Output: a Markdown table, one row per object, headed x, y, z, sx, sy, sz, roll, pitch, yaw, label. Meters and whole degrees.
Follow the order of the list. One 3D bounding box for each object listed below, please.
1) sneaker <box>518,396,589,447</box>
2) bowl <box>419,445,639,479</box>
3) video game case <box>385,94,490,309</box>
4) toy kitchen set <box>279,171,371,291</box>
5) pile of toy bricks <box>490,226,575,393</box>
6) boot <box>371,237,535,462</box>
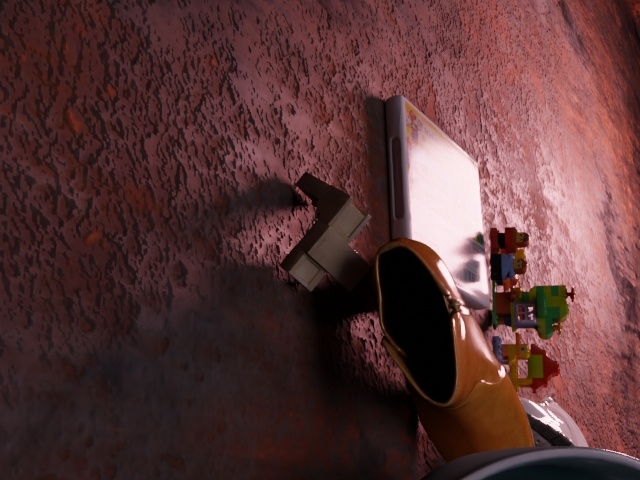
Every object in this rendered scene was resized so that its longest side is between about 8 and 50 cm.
| x | y | z | sx | sy | sz | roll | pitch | yaw | label |
| --- | --- | --- | --- | --- | --- | --- | --- | --- | --- |
| 0.279 | 0.259 | 1.051 | 0.297 | 0.111 | 0.129 | 46 | 26 | -47 | sneaker |
| 0.161 | 0.299 | 0.667 | 0.163 | 0.312 | 0.311 | -168 | -118 | -81 | bowl |
| 0.145 | -0.039 | 0.989 | 0.227 | 0.026 | 0.206 | 27 | 57 | -52 | video game case |
| 0.000 | 0.000 | 0.726 | 0.083 | 0.075 | 0.068 | -51 | 130 | -5 | toy kitchen set |
| 0.274 | 0.081 | 1.053 | 0.118 | 0.105 | 0.212 | 65 | 26 | -59 | pile of toy bricks |
| 0.119 | 0.137 | 0.751 | 0.295 | 0.104 | 0.211 | 66 | 10 | 3 | boot |
